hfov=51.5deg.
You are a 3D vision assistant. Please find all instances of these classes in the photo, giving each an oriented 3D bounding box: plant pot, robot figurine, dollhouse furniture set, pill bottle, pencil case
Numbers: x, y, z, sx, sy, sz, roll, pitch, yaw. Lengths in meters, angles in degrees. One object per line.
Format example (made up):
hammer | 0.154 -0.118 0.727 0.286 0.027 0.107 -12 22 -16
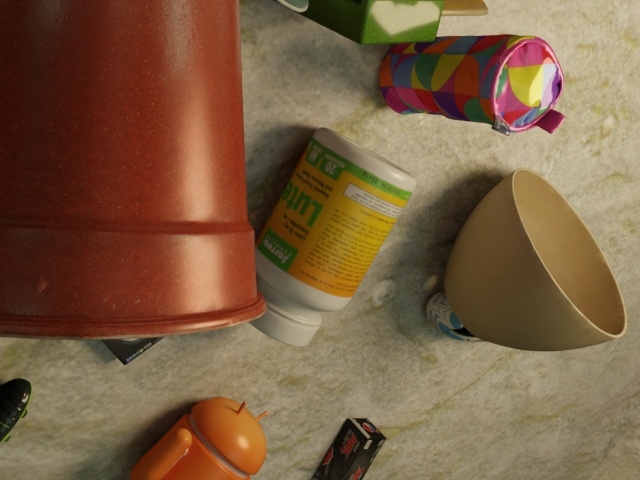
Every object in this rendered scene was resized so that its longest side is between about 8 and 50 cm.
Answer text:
plant pot | -0.169 -0.082 0.514 0.272 0.272 0.265 1 95 -39
robot figurine | -0.162 0.301 0.888 0.219 0.128 0.158 -45 108 -4
plant pot | 0.305 0.057 1.028 0.191 0.284 0.284 -35 145 33
dollhouse furniture set | 0.129 -0.324 0.684 0.302 0.151 0.197 -13 125 -32
pill bottle | 0.000 0.000 0.807 0.136 0.136 0.245 19 105 -44
pencil case | 0.161 -0.177 0.746 0.104 0.236 0.104 -9 111 -23

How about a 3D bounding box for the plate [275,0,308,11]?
plate | -0.075 -0.268 0.556 0.024 0.188 0.188 -31 141 22

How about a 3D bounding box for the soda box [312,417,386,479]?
soda box | 0.043 0.394 1.158 0.053 0.060 0.169 17 105 -45

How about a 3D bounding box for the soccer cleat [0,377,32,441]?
soccer cleat | -0.386 0.203 0.691 0.179 0.060 0.072 -38 133 -8

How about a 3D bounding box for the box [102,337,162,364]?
box | -0.216 0.100 0.786 0.083 0.018 0.067 -36 135 -14

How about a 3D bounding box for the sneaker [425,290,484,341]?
sneaker | 0.274 0.146 1.161 0.237 0.086 0.085 18 104 -45
